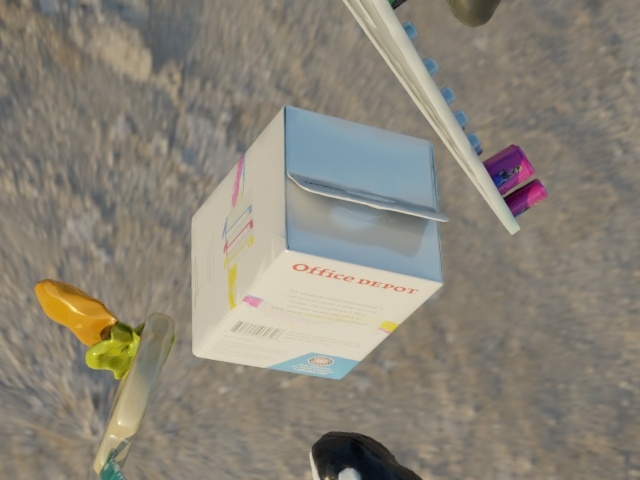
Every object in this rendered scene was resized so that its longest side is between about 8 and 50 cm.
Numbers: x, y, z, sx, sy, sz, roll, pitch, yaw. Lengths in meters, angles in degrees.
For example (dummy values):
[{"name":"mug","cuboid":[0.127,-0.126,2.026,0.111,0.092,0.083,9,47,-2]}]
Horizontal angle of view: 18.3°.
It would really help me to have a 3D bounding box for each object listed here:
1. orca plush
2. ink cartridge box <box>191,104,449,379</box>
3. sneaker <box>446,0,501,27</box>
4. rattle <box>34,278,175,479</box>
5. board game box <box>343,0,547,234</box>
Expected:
[{"name":"orca plush","cuboid":[0.092,0.294,1.750,0.151,0.102,0.287,-16,88,-41]},{"name":"ink cartridge box","cuboid":[0.000,0.000,1.055,0.092,0.143,0.090,12,57,-24]},{"name":"sneaker","cuboid":[0.212,-0.335,1.994,0.130,0.109,0.286,31,119,19]},{"name":"rattle","cuboid":[-0.213,0.147,1.794,0.143,0.130,0.200,28,72,-21]},{"name":"board game box","cuboid":[0.032,-0.235,1.646,0.050,0.390,0.390,-34,54,2]}]
